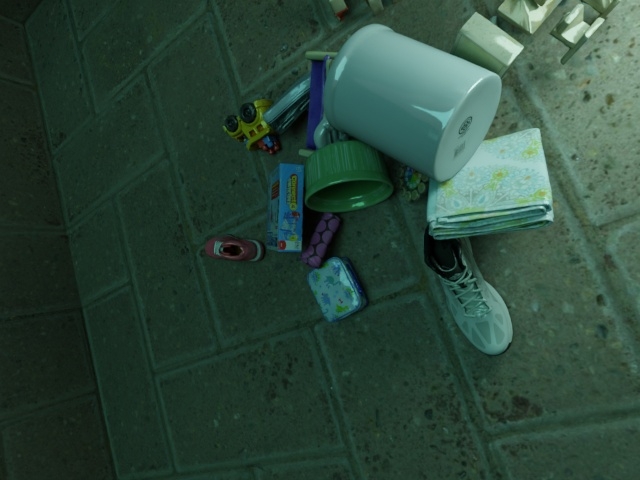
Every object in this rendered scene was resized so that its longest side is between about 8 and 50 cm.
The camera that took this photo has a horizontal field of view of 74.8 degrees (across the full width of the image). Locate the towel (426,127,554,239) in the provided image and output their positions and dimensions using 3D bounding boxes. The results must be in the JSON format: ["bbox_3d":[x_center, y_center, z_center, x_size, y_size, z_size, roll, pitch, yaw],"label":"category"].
[{"bbox_3d":[0.475,-0.163,1.205,0.320,0.090,0.375,-8,44,27],"label":"towel"}]

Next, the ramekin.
[{"bbox_3d":[0.088,-0.214,1.425,0.303,0.303,0.148,-16,73,29],"label":"ramekin"}]

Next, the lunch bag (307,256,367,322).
[{"bbox_3d":[0.065,0.179,1.546,0.176,0.090,0.219,-35,72,26],"label":"lunch bag"}]

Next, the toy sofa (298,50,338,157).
[{"bbox_3d":[0.006,-0.471,1.485,0.150,0.177,0.363,20,116,33],"label":"toy sofa"}]

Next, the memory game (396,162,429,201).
[{"bbox_3d":[0.305,-0.221,1.394,0.186,0.012,0.186,-178,90,-67],"label":"memory game"}]

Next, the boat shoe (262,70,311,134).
[{"bbox_3d":[-0.070,-0.547,1.622,0.335,0.119,0.121,-39,27,6],"label":"boat shoe"}]

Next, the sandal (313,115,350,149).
[{"bbox_3d":[0.114,-0.474,1.414,0.416,0.169,0.102,-45,51,-11],"label":"sandal"}]

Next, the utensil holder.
[{"bbox_3d":[0.255,-0.390,1.189,0.385,0.327,0.328,37,107,29],"label":"utensil holder"}]

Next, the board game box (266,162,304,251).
[{"bbox_3d":[-0.137,-0.112,1.564,0.308,0.086,0.302,-175,87,-75],"label":"board game box"}]

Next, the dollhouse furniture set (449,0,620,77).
[{"bbox_3d":[0.545,-0.608,1.181,0.362,0.256,0.394,41,86,7],"label":"dollhouse furniture set"}]

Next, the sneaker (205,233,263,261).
[{"bbox_3d":[-0.399,0.028,1.795,0.313,0.136,0.116,2,89,31],"label":"sneaker"}]

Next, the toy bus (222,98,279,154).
[{"bbox_3d":[-0.265,-0.445,1.732,0.220,0.149,0.212,-23,94,30],"label":"toy bus"}]

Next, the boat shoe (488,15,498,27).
[{"bbox_3d":[0.513,-0.604,1.312,0.063,0.066,0.184,13,106,29],"label":"boat shoe"}]

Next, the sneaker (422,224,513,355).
[{"bbox_3d":[0.411,0.147,1.245,0.169,0.257,0.448,-29,76,27],"label":"sneaker"}]

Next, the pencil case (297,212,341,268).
[{"bbox_3d":[0.000,0.000,1.552,0.095,0.098,0.209,25,73,15],"label":"pencil case"}]

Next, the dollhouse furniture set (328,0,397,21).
[{"bbox_3d":[0.145,-0.927,1.513,0.259,0.135,0.262,-26,76,16],"label":"dollhouse furniture set"}]
